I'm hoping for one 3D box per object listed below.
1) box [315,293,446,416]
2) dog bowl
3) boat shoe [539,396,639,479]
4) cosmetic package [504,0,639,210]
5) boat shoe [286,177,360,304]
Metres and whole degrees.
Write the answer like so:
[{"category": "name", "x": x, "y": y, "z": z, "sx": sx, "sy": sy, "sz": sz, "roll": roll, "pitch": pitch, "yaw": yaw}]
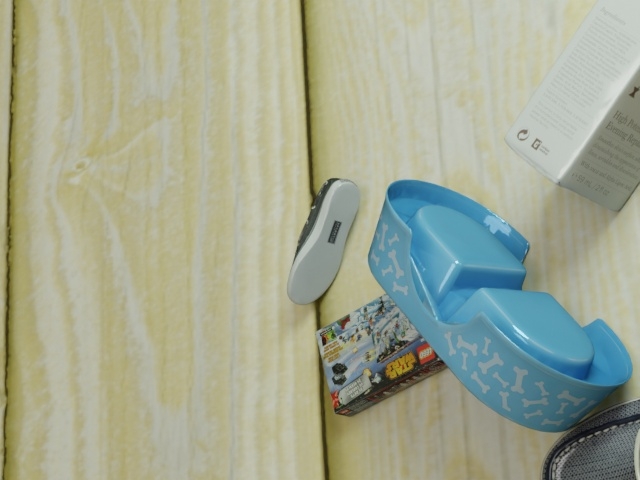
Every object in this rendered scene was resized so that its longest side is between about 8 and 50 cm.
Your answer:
[{"category": "box", "x": 0.062, "y": 0.108, "z": 1.496, "sx": 0.137, "sy": 0.027, "sz": 0.094, "roll": -30, "pitch": 59, "yaw": 30}, {"category": "dog bowl", "x": 0.152, "y": 0.059, "z": 1.354, "sx": 0.297, "sy": 0.166, "sz": 0.074, "roll": 51, "pitch": 122, "yaw": 38}, {"category": "boat shoe", "x": 0.300, "y": 0.165, "z": 1.197, "sx": 0.340, "sy": 0.158, "sz": 0.127, "roll": -19, "pitch": 66, "yaw": 34}, {"category": "cosmetic package", "x": 0.281, "y": -0.150, "z": 1.335, "sx": 0.085, "sy": 0.117, "sz": 0.231, "roll": 45, "pitch": 108, "yaw": 38}, {"category": "boat shoe", "x": 0.000, "y": 0.000, "z": 1.572, "sx": 0.040, "sy": 0.049, "sz": 0.142, "roll": 28, "pitch": 94, "yaw": 60}]
